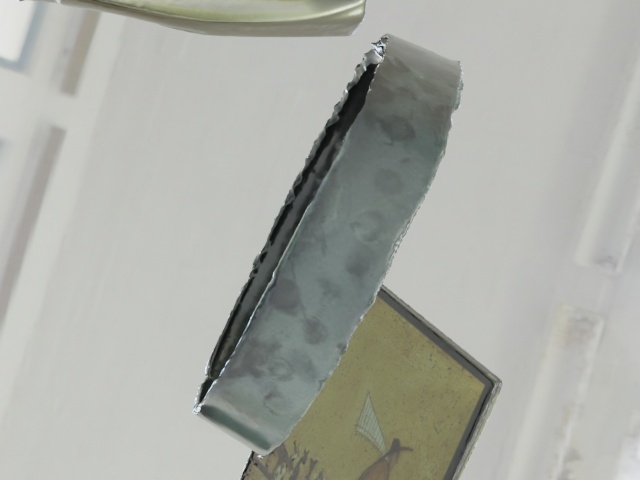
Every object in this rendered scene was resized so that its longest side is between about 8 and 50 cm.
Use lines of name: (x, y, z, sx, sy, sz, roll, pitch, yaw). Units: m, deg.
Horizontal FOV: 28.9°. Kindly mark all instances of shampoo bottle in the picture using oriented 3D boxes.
shampoo bottle: (-0.131, -0.263, 1.224, 0.084, 0.350, 0.126, 122, -35, -63)

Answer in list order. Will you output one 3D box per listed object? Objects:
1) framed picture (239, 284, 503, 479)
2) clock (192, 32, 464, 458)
framed picture: (0.023, 0.212, 1.175, 0.255, 0.014, 0.339, 40, -66, 45)
clock: (0.001, 0.001, 0.874, 0.313, 0.061, 0.312, -62, -175, 10)
